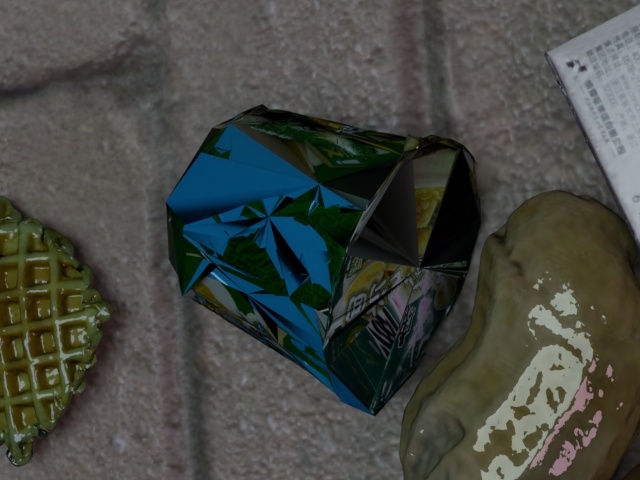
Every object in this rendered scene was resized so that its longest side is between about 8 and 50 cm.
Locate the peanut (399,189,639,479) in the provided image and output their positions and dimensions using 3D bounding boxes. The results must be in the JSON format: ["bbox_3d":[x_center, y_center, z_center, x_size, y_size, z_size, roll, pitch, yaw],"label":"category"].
[{"bbox_3d":[0.170,0.135,1.176,0.174,0.158,0.340,32,93,44],"label":"peanut"}]

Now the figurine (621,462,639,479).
[{"bbox_3d":[0.245,0.245,1.036,0.247,0.173,0.177,-31,75,-12],"label":"figurine"}]

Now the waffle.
[{"bbox_3d":[-0.295,0.085,1.395,0.208,0.054,0.214,39,102,21],"label":"waffle"}]

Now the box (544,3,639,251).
[{"bbox_3d":[0.322,-0.073,1.151,0.194,0.111,0.260,-26,77,16],"label":"box"}]

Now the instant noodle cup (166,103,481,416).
[{"bbox_3d":[0.000,0.000,1.215,0.178,0.240,0.240,21,94,28],"label":"instant noodle cup"}]
